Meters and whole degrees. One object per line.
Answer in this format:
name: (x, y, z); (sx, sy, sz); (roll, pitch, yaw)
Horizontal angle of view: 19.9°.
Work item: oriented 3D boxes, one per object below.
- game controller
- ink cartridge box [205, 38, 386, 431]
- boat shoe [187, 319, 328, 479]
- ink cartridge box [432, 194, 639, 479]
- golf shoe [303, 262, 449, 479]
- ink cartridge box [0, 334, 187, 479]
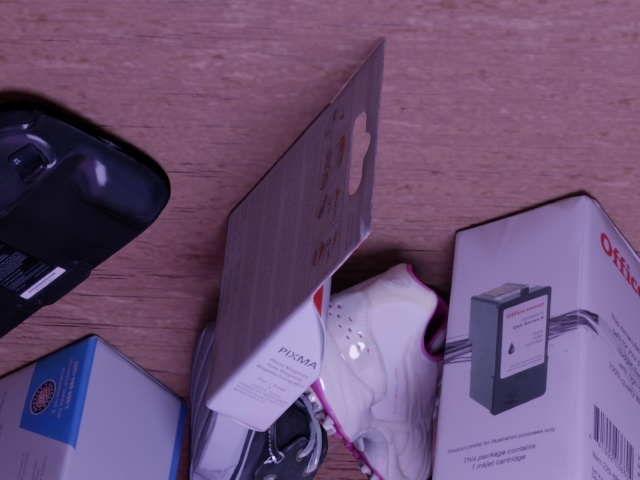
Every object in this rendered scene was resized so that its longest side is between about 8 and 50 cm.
game controller: (-0.263, 0.000, 1.437); (0.166, 0.067, 0.319); (20, 140, -38)
ink cartridge box: (0.000, 0.000, 1.291); (0.066, 0.189, 0.232); (26, 135, -23)
boat shoe: (-0.053, 0.164, 1.567); (0.119, 0.121, 0.335); (1, 151, -6)
ink cartridge box: (0.189, 0.145, 1.364); (0.122, 0.289, 0.211); (-17, 135, 29)
golf shoe: (0.064, 0.120, 1.487); (0.140, 0.115, 0.306); (-37, 153, -4)
ink cartridge box: (-0.281, 0.248, 1.592); (0.307, 0.223, 0.129); (-25, 132, 31)
